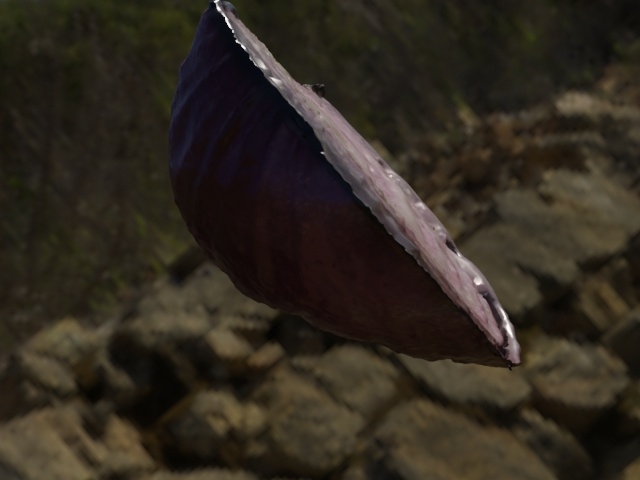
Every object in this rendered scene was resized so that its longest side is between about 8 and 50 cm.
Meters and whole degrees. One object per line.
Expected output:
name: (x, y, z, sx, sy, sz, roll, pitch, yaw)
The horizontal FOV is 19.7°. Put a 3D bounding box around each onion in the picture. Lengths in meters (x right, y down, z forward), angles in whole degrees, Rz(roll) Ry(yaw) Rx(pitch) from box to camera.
onion: (0.000, 0.000, 1.040, 0.111, 0.247, 0.250, -39, -22, 6)
